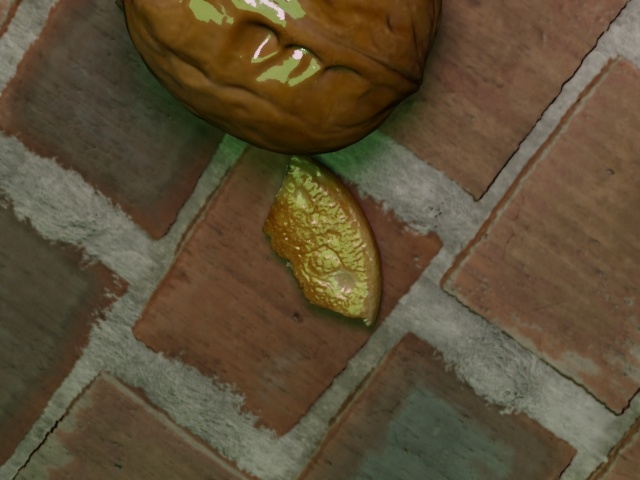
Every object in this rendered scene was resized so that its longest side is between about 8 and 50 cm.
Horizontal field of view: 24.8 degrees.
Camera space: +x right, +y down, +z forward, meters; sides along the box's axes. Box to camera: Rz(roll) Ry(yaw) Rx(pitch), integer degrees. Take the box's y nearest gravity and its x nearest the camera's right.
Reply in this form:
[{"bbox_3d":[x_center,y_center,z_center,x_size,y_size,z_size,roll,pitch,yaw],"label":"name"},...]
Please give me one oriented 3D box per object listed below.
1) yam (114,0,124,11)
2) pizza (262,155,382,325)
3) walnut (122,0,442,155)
[{"bbox_3d":[-0.164,-0.263,1.969,0.253,0.061,0.061,38,108,-1],"label":"yam"},{"bbox_3d":[0.007,0.001,2.003,0.134,0.056,0.271,-33,97,15],"label":"pizza"},{"bbox_3d":[-0.043,-0.290,1.798,0.397,0.308,0.354,25,110,-10],"label":"walnut"}]
